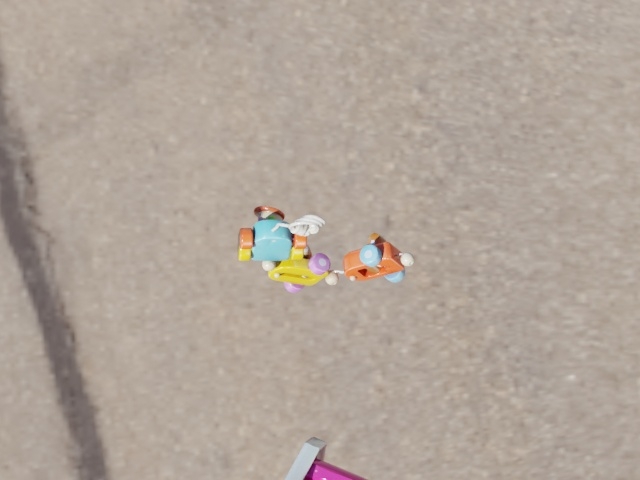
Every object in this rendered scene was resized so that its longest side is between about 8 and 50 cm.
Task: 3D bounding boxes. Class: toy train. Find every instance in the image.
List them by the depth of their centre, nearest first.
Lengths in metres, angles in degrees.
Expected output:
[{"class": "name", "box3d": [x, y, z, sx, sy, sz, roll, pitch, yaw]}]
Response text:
[{"class": "toy train", "box3d": [0.000, 0.000, 1.325, 0.125, 0.166, 0.046, -18, 62, 29]}]

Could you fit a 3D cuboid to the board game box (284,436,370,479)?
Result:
[{"class": "board game box", "box3d": [-0.077, 0.371, 0.916, 0.050, 0.390, 0.390, 22, 144, 12]}]
